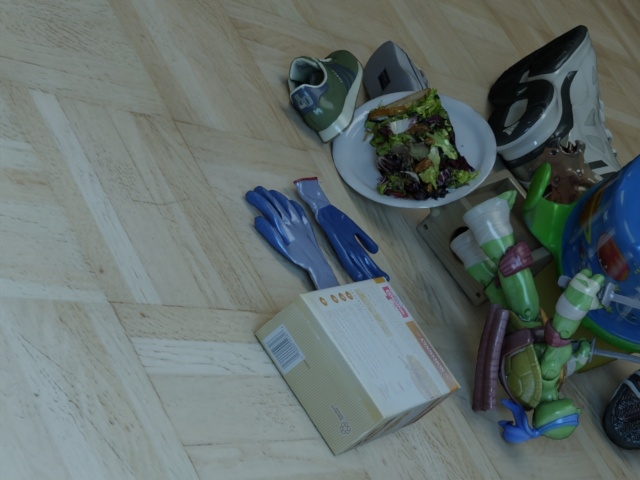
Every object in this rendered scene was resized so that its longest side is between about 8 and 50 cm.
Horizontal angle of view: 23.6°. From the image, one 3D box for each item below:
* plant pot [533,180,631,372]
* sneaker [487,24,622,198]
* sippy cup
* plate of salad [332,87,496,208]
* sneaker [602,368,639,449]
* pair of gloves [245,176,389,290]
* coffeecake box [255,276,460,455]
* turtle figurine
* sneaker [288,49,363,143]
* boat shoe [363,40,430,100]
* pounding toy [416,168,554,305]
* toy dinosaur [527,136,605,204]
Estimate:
[{"bbox_3d":[0.388,0.060,2.025,0.212,0.187,0.212,56,24,14],"label":"plant pot"},{"bbox_3d":[0.399,-0.160,2.446,0.257,0.169,0.447,53,31,-14],"label":"sneaker"},{"bbox_3d":[0.405,-0.004,1.782,0.224,0.305,0.240,95,-20,-73],"label":"sippy cup"},{"bbox_3d":[0.114,-0.119,1.853,0.048,0.199,0.200,88,-13,-49],"label":"plate of salad"},{"bbox_3d":[0.462,0.219,2.030,0.281,0.162,0.106,-29,70,-29],"label":"sneaker"},{"bbox_3d":[0.000,0.000,1.660,0.159,0.023,0.198,56,26,10],"label":"pair of gloves"},{"bbox_3d":[0.040,0.118,1.498,0.142,0.068,0.185,55,25,13],"label":"coffeecake box"},{"bbox_3d":[0.276,0.072,1.719,0.266,0.274,0.198,63,20,17],"label":"turtle figurine"},{"bbox_3d":[0.001,-0.203,1.901,0.086,0.064,0.192,44,27,-23],"label":"sneaker"},{"bbox_3d":[0.118,-0.178,2.028,0.084,0.095,0.258,33,30,-23],"label":"boat shoe"},{"bbox_3d":[0.172,-0.026,1.905,0.181,0.094,0.206,-21,69,-48],"label":"pounding toy"},{"bbox_3d":[0.397,0.012,2.183,0.127,0.200,0.296,108,-20,-72],"label":"toy dinosaur"}]
